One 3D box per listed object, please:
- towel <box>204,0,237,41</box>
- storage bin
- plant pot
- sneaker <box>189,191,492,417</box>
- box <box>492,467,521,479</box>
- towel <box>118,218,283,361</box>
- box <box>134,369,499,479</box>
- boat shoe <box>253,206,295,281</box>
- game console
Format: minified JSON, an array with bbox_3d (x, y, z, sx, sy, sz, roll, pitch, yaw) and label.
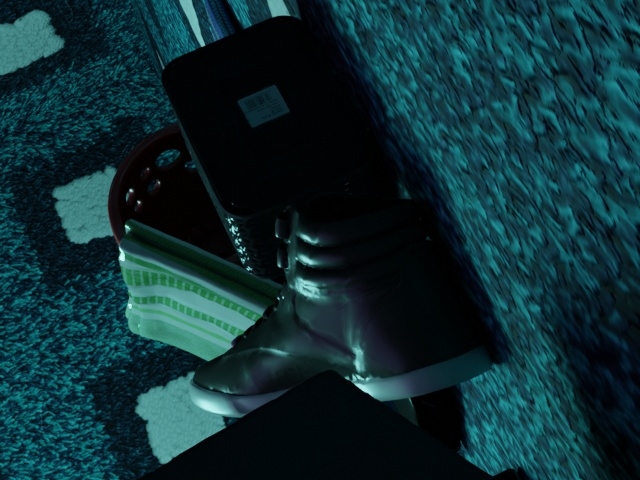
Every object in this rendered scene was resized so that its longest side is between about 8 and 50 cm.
[{"bbox_3d":[-0.060,-0.112,1.699,0.336,0.040,0.243,76,171,-48],"label":"towel"},{"bbox_3d":[-0.035,-0.075,1.123,0.084,0.122,0.180,73,171,-53],"label":"storage bin"},{"bbox_3d":[-0.114,-0.010,1.556,0.174,0.191,0.191,70,174,-62],"label":"plant pot"},{"bbox_3d":[-0.007,0.045,1.057,0.296,0.105,0.146,-15,91,49],"label":"sneaker"},{"bbox_3d":[0.129,0.283,1.113,0.207,0.108,0.153,80,165,-69],"label":"box"},{"bbox_3d":[-0.083,0.085,1.422,0.248,0.038,0.325,23,162,2],"label":"towel"},{"bbox_3d":[0.069,0.390,0.726,0.480,0.297,0.471,27,144,59],"label":"box"},{"bbox_3d":[0.000,0.000,1.452,0.233,0.084,0.079,63,-142,-58],"label":"boat shoe"},{"bbox_3d":[0.073,0.136,1.376,0.361,0.044,0.213,75,170,-59],"label":"game console"}]
